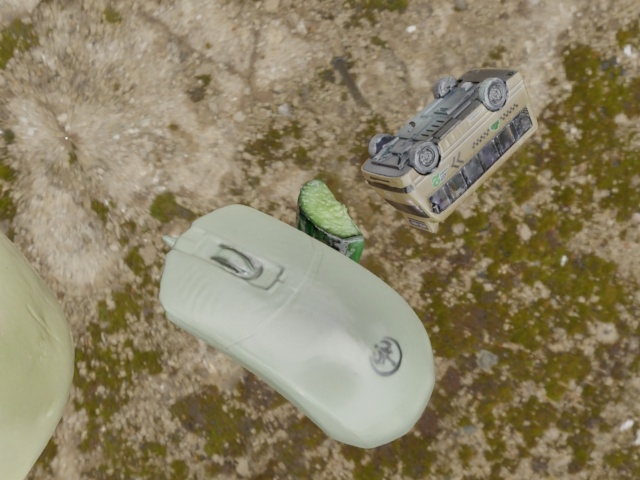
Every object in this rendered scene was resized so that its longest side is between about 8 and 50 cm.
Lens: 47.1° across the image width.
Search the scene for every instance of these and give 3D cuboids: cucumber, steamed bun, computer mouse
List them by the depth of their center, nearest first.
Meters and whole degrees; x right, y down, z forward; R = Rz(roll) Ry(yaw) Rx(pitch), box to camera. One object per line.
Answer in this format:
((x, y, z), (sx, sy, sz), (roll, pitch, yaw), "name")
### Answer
((-0.012, 0.039, 0.409), (0.182, 0.056, 0.089), (33, 62, 3), "computer mouse")
((0.000, 0.000, 0.957), (0.062, 0.116, 0.115), (-16, 135, -25), "cucumber")
((-0.525, 0.135, 0.993), (0.290, 0.456, 0.371), (-15, 136, 3), "steamed bun")

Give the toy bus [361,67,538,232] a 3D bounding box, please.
((0.216, -0.155, 1.214), (0.289, 0.139, 0.157), (-43, 120, -17), "toy bus")
